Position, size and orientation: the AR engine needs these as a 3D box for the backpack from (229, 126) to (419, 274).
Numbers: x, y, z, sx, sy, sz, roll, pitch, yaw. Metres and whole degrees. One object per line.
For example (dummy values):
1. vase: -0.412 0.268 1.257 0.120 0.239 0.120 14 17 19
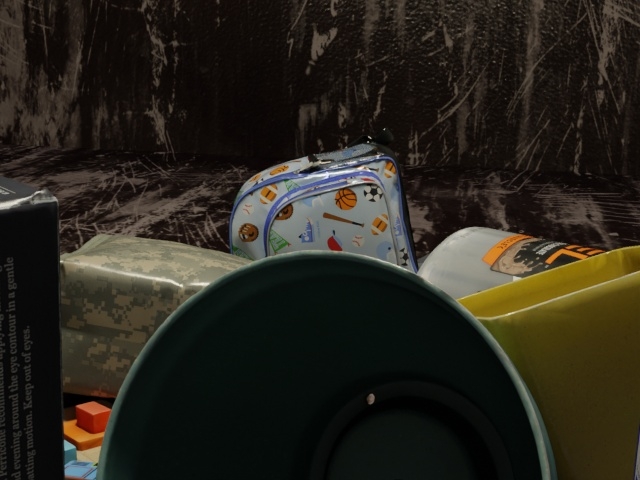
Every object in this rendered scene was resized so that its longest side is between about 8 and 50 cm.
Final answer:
1. backpack: 0.000 0.000 1.401 0.263 0.276 0.213 -10 10 8

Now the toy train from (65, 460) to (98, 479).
1. toy train: -0.141 0.224 0.763 0.184 0.080 0.105 4 7 10

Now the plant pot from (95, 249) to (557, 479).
1. plant pot: 0.028 0.170 0.650 0.293 0.293 0.196 8 -9 27

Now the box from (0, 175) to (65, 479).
1. box: -0.316 0.140 0.511 0.313 0.343 0.179 -10 19 -43

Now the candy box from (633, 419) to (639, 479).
1. candy box: 0.308 0.168 0.519 0.268 0.317 0.122 3 13 4

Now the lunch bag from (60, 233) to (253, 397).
1. lunch bag: -0.167 0.083 1.121 0.235 0.168 0.287 8 10 1

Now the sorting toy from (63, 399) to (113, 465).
1. sorting toy: -0.232 0.197 0.928 0.348 0.047 0.196 -9 17 -39

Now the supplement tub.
1. supplement tub: 0.271 0.110 1.009 0.338 0.207 0.207 14 18 41

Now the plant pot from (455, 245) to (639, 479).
1. plant pot: 0.218 0.117 0.758 0.212 0.187 0.212 -16 -1 -11

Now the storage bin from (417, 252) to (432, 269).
1. storage bin: 0.195 0.048 1.537 0.091 0.098 0.135 -3 9 30
